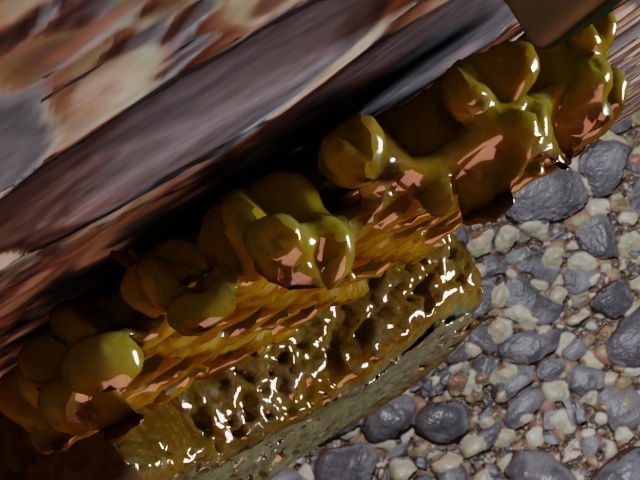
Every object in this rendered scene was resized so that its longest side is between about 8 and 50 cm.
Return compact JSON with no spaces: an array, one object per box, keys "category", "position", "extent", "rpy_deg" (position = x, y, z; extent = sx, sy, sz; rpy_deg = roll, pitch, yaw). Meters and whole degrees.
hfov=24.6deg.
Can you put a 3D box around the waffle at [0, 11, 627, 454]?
[{"category":"waffle","position":[0.000,0.000,0.492],"extent":[0.231,0.051,0.228],"rpy_deg":[-30,178,-32]}]

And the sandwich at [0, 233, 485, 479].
[{"category":"sandwich","position":[-0.060,0.089,0.706],"extent":[0.251,0.087,0.226],"rpy_deg":[-24,171,-43]}]

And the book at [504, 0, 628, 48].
[{"category":"book","position":[0.178,-0.142,0.308],"extent":[0.264,0.027,0.202],"rpy_deg":[-31,176,-25]}]
